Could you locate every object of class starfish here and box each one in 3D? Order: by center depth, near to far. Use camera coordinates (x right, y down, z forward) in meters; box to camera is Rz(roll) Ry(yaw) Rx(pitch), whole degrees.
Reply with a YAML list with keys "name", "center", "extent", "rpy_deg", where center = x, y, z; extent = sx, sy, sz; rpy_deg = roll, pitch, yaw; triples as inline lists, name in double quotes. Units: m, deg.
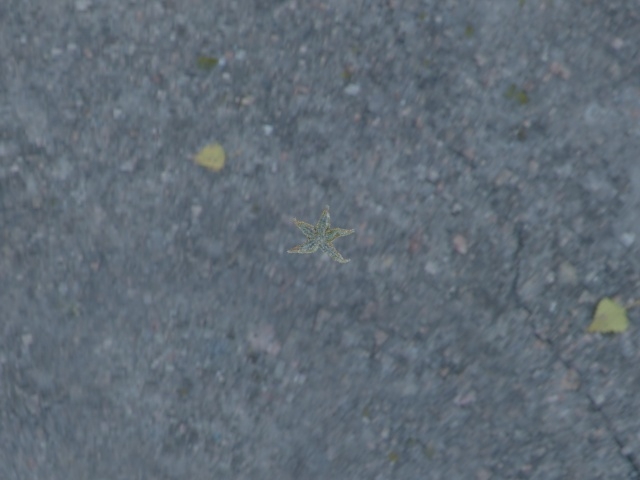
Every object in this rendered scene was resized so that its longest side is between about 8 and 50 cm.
- name: "starfish"
  center: [0.000, 0.000, 1.786]
  extent: [0.092, 0.016, 0.086]
  rpy_deg: [45, 74, 4]
